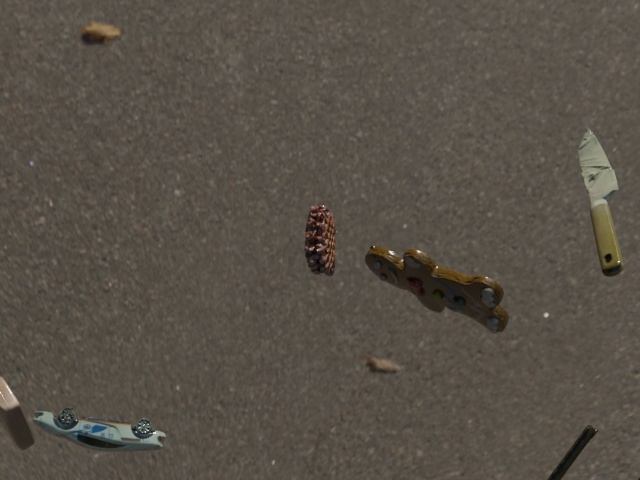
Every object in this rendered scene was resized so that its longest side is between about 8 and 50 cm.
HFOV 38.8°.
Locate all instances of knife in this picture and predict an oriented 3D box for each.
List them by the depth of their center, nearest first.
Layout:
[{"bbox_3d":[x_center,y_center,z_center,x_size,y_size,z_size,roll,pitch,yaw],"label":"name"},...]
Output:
[{"bbox_3d":[0.357,-0.058,1.151,0.017,0.047,0.298,37,33,-19],"label":"knife"}]

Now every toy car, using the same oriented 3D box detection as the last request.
[{"bbox_3d":[-0.341,0.296,1.406,0.204,0.095,0.056,10,71,-14],"label":"toy car"}]

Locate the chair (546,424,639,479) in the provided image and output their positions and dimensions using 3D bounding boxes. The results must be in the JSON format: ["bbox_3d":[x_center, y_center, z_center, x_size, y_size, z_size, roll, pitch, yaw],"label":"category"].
[{"bbox_3d":[0.148,0.303,0.623,0.160,0.170,0.326,39,91,-3],"label":"chair"}]

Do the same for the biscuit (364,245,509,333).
[{"bbox_3d":[0.144,0.060,1.177,0.205,0.138,0.031,23,68,29],"label":"biscuit"}]

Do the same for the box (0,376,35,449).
[{"bbox_3d":[-0.354,0.199,1.035,0.025,0.115,0.048,-29,64,-23],"label":"box"}]

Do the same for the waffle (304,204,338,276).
[{"bbox_3d":[0.000,0.000,0.998,0.029,0.083,0.075,-3,77,10],"label":"waffle"}]
